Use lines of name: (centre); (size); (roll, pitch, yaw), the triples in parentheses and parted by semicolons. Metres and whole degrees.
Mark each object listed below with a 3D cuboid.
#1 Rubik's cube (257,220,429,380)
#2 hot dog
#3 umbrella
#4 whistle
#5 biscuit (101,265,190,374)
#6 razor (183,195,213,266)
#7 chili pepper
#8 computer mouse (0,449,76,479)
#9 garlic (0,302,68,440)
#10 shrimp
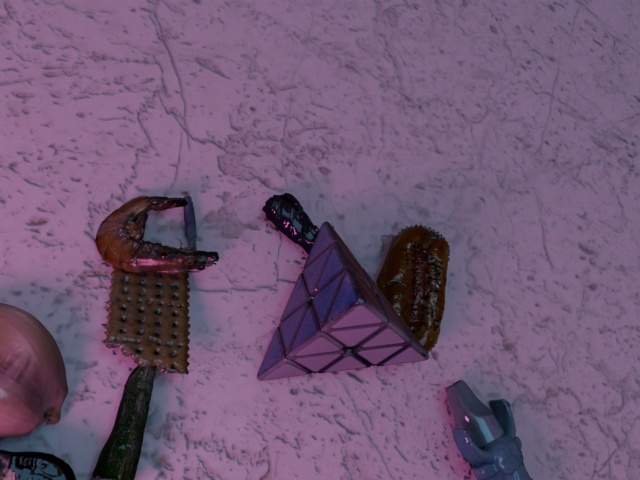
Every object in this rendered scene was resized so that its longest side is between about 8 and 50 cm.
Rubik's cube: (0.041, 0.125, 1.290); (0.233, 0.228, 0.229); (-30, 126, -47)
hot dog: (0.176, 0.094, 1.444); (0.144, 0.075, 0.268); (19, 68, -18)
umbrella: (-0.004, 0.005, 1.406); (0.248, 0.071, 0.071); (45, 61, -1)
whistle: (0.313, 0.387, 1.387); (0.186, 0.093, 0.274); (-13, 72, -53)
biscuit: (-0.285, 0.124, 1.244); (0.143, 0.016, 0.203); (10, 50, -19)
razor: (-0.232, -0.018, 1.343); (0.068, 0.040, 0.135); (1, 64, -23)
chili pepper: (-0.293, 0.276, 1.180); (0.059, 0.088, 0.227); (27, 60, -27)
computer mouse: (-0.470, 0.364, 1.066); (0.233, 0.096, 0.137); (14, 70, -26)
garlic: (-0.488, 0.198, 1.115); (0.227, 0.110, 0.217); (18, 62, -16)
shrimp: (-0.272, -0.011, 1.283); (0.217, 0.051, 0.150); (9, 61, 4)
